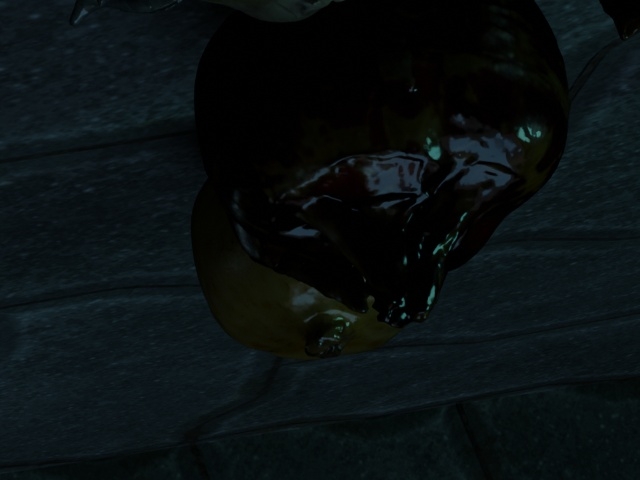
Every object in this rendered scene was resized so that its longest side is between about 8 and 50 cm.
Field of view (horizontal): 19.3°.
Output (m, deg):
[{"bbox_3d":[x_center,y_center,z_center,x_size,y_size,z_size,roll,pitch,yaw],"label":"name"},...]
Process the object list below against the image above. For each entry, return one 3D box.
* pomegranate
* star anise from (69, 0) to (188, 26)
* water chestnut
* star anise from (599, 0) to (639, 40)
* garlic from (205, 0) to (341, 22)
[{"bbox_3d":[0.000,0.000,1.675,0.248,0.248,0.248,-11,165,-3],"label":"pomegranate"},{"bbox_3d":[-0.067,-0.193,1.242,0.180,0.061,0.204,-7,168,-46],"label":"star anise"},{"bbox_3d":[0.045,-0.078,1.364,0.289,0.244,0.289,-19,-171,3],"label":"water chestnut"},{"bbox_3d":[0.230,-0.237,1.219,0.190,0.126,0.220,-9,137,-11],"label":"star anise"},{"bbox_3d":[-0.043,-0.213,1.006,0.227,0.152,0.228,3,158,1],"label":"garlic"}]
